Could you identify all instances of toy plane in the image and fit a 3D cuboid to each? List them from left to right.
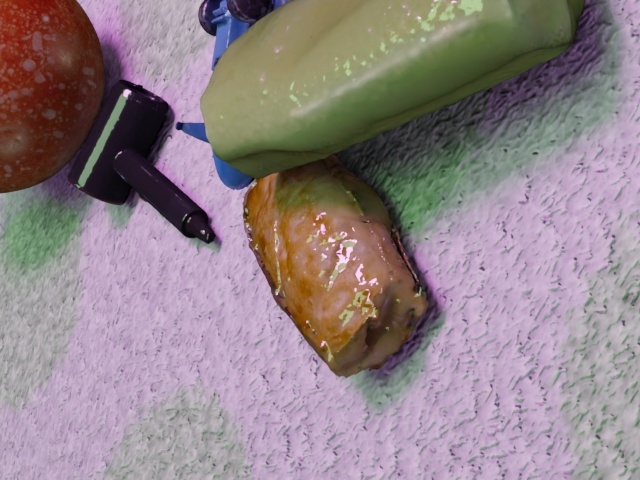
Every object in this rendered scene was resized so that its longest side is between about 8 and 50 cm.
[{"bbox_3d":[-0.065,-0.185,1.336,0.254,0.105,0.271,-2,69,66],"label":"toy plane"}]

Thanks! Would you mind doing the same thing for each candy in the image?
[{"bbox_3d":[0.050,-0.149,1.119,0.343,0.132,0.142,-20,62,39],"label":"candy"}]

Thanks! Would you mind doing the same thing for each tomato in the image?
[{"bbox_3d":[-0.370,-0.179,1.619,0.270,0.222,0.270,-39,29,26],"label":"tomato"}]

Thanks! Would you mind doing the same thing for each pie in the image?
[{"bbox_3d":[0.000,0.000,1.201,0.128,0.068,0.282,-54,35,18],"label":"pie"}]

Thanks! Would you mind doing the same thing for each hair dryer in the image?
[{"bbox_3d":[-0.168,-0.071,1.459,0.255,0.070,0.128,36,104,44],"label":"hair dryer"}]
